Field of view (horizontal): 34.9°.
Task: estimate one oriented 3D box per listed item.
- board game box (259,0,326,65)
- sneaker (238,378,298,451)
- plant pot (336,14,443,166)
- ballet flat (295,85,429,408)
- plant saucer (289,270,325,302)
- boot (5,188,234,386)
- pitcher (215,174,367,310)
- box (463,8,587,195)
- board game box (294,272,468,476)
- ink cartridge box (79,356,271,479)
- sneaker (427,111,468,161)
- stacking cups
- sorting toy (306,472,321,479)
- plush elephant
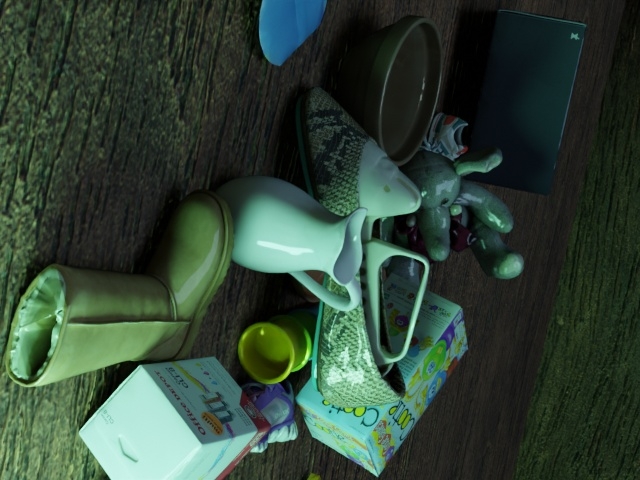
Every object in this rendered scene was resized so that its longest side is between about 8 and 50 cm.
[{"bbox_3d":[-0.046,-0.318,1.358,0.169,0.033,0.133,-51,152,-31],"label":"board game box"},{"bbox_3d":[-0.101,0.254,1.525,0.236,0.095,0.105,4,94,-70],"label":"sneaker"},{"bbox_3d":[0.100,-0.244,1.615,0.237,0.109,0.237,-41,140,-48],"label":"plant pot"},{"bbox_3d":[0.073,0.012,1.502,0.164,0.182,0.483,-20,109,-68],"label":"ballet flat"},{"bbox_3d":[0.000,0.000,1.638,0.200,0.037,0.200,-45,143,-48],"label":"plant saucer"},{"bbox_3d":[-0.215,0.046,1.153,0.269,0.089,0.236,7,97,-64],"label":"boot"},{"bbox_3d":[-0.040,0.007,1.351,0.125,0.207,0.178,-51,147,-41],"label":"pitcher"},{"bbox_3d":[0.425,-0.296,2.110,0.312,0.178,0.343,-44,144,-73],"label":"box"},{"bbox_3d":[0.106,0.218,1.672,0.275,0.144,0.142,-50,149,-23],"label":"board game box"},{"bbox_3d":[-0.176,0.233,1.250,0.127,0.128,0.176,-48,161,16],"label":"ink cartridge box"},{"bbox_3d":[0.248,-0.169,2.012,0.057,0.075,0.161,-8,112,-63],"label":"sneaker"},{"bbox_3d":[-0.021,0.148,1.638,0.316,0.096,0.096,-16,119,-67],"label":"stacking cups"},{"bbox_3d":[-0.076,0.583,1.836,0.307,0.041,0.229,-55,145,-36],"label":"sorting toy"},{"bbox_3d":[0.194,-0.052,1.762,0.255,0.271,0.330,26,52,-78],"label":"plush elephant"}]
